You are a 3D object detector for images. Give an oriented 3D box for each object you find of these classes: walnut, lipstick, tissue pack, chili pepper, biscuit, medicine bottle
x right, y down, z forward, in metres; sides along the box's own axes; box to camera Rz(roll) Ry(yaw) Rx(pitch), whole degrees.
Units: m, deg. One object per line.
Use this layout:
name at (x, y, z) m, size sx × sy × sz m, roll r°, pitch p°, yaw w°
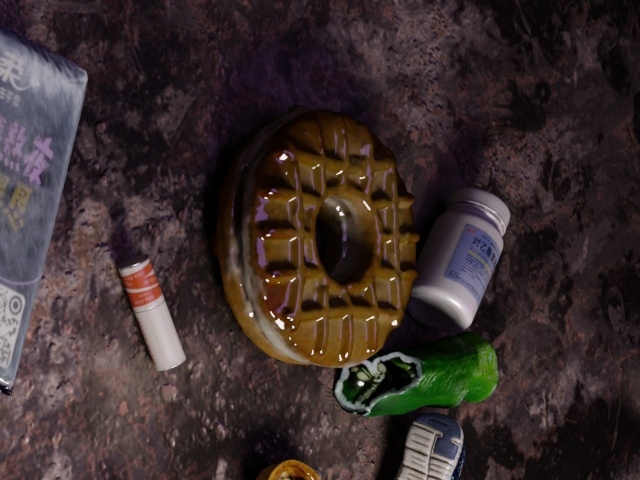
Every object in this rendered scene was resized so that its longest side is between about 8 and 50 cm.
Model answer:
walnut at (-0.045, 0.316, 1.985) m, size 0.121 × 0.052 × 0.091 m, roll 43°, pitch 55°, yaw -40°
lipstick at (-0.192, 0.082, 1.850) m, size 0.038 × 0.038 × 0.131 m, roll -34°, pitch 111°, yaw -44°
tissue pack at (-0.376, -0.049, 1.603) m, size 0.259 × 0.122 × 0.361 m, roll 27°, pitch 65°, yaw -46°
chili pepper at (0.151, 0.177, 2.165) m, size 0.270 × 0.136 × 0.099 m, roll 2°, pitch 52°, yaw -52°
biscuit at (0.000, 0.000, 2.026) m, size 0.332 × 0.103 × 0.332 m, roll 7°, pitch 81°, yaw -48°
medicine bottle at (0.190, 0.025, 2.234) m, size 0.103 × 0.102 × 0.187 m, roll 49°, pitch 53°, yaw -34°

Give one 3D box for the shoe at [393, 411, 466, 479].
shoe at (0.139, 0.332, 2.158) m, size 0.207 × 0.091 × 0.106 m, roll -68°, pitch 159°, yaw -10°
